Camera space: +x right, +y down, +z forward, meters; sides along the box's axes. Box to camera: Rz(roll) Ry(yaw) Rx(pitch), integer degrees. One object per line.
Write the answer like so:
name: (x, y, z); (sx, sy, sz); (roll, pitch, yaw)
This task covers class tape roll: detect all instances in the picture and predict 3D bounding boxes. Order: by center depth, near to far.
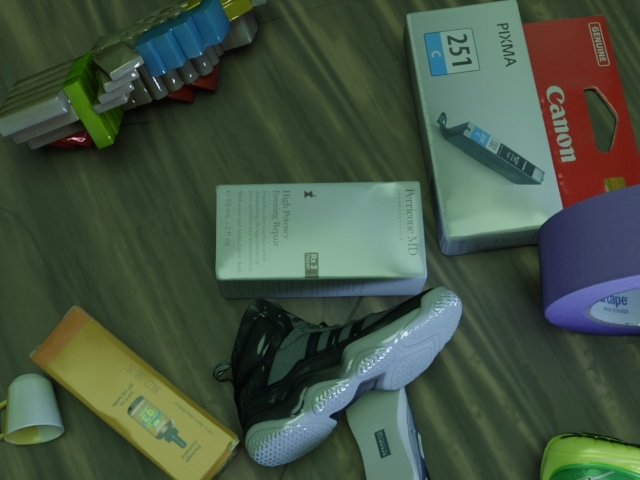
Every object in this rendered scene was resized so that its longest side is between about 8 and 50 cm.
tape roll: (0.363, 0.025, 0.989); (0.274, 0.275, 0.090); (0, 72, -1)

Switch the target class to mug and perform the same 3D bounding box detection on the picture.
mug: (-0.318, 0.180, 1.046); (0.078, 0.062, 0.064); (-9, 63, -10)

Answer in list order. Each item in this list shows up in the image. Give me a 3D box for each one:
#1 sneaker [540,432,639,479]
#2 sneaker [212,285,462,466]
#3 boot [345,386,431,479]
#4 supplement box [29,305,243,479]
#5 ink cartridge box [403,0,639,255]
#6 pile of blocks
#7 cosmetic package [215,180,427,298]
sneaker: (0.368, 0.285, 1.004); (0.295, 0.109, 0.124); (15, 88, 6)
sneaker: (0.008, 0.104, 1.024); (0.268, 0.101, 0.153); (-37, 56, -1)
boot: (0.076, 0.220, 1.036); (0.069, 0.086, 0.190); (-20, 44, 14)
supplement box: (-0.194, 0.173, 1.040); (0.233, 0.080, 0.078); (37, 76, 13)
ink cartridge box: (0.249, -0.144, 1.157); (0.261, 0.066, 0.296); (-7, 72, -2)
pile of blocks: (-0.192, -0.190, 1.136); (0.362, 0.113, 0.149); (-32, 32, -8)
cosmetic package: (0.000, 0.000, 1.096); (0.231, 0.085, 0.117); (-3, 72, 0)
